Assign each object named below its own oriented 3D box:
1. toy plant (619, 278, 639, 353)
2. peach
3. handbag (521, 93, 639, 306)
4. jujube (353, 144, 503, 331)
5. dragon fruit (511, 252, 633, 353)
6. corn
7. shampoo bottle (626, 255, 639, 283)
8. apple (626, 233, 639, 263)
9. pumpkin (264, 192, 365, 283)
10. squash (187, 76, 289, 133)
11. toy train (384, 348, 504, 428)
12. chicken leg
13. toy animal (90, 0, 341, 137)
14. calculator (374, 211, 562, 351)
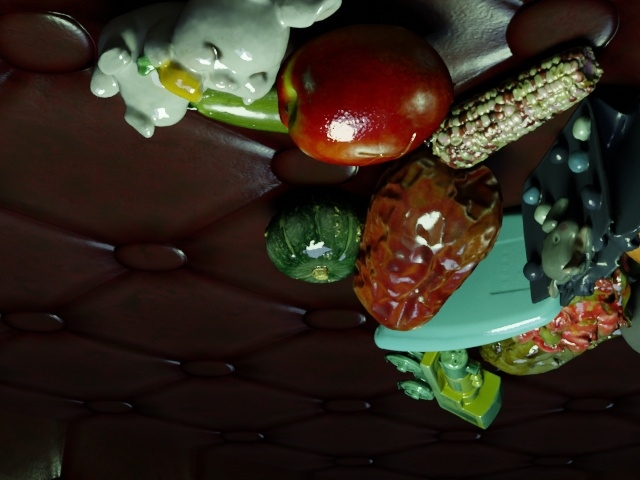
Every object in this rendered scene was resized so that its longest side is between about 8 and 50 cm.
[{"bbox_3d":[0.709,0.075,1.753,0.185,0.280,0.400,5,158,-30],"label":"toy plant"},{"bbox_3d":[0.061,-0.191,1.315,0.226,0.190,0.196,-10,123,-19],"label":"peach"},{"bbox_3d":[0.391,-0.041,1.518,0.118,0.269,0.326,6,153,-5],"label":"handbag"},{"bbox_3d":[0.161,0.006,1.634,0.216,0.216,0.342,8,135,-14],"label":"jujube"},{"bbox_3d":[0.446,0.088,1.830,0.231,0.237,0.302,7,162,-22],"label":"dragon fruit"},{"bbox_3d":[0.275,-0.185,1.428,0.092,0.092,0.280,22,146,-37],"label":"corn"},{"bbox_3d":[0.656,0.076,1.996,0.065,0.065,0.204,-14,149,29],"label":"shampoo bottle"},{"bbox_3d":[0.595,-0.054,1.564,0.271,0.206,0.251,12,149,-20],"label":"apple"},{"bbox_3d":[-0.001,-0.001,1.756,0.190,0.146,0.190,-20,163,-6],"label":"pumpkin"},{"bbox_3d":[-0.067,-0.194,1.422,0.331,0.087,0.087,6,154,-17],"label":"squash"},{"bbox_3d":[0.285,0.289,2.265,0.237,0.150,0.369,23,163,24],"label":"toy train"},{"bbox_3d":[0.554,0.195,2.184,0.429,0.153,0.201,-15,164,15],"label":"chicken leg"},{"bbox_3d":[-0.138,-0.254,1.231,0.208,0.154,0.325,31,128,-25],"label":"toy animal"},{"bbox_3d":[0.266,0.068,1.768,0.386,0.256,0.054,-12,143,30],"label":"calculator"}]
